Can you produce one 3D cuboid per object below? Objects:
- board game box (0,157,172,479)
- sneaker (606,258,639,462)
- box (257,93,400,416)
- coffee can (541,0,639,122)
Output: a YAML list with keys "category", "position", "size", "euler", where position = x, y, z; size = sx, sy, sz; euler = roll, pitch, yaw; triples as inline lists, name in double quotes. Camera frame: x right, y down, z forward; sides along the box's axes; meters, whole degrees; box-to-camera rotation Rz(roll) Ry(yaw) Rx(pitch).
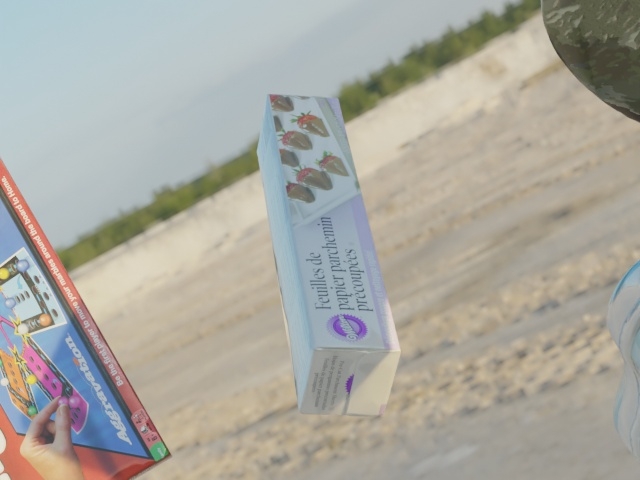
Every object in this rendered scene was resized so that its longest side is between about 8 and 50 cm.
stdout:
- category: "board game box"
  position: [-0.228, 0.056, 1.015]
  size: [0.145, 0.281, 0.027]
  euler: [-30, -11, -7]
- category: "sneaker"
  position: [0.274, 0.117, 0.938]
  size: [0.127, 0.208, 0.319]
  euler: [-30, -29, -3]
- category: "box"
  position: [0.000, 0.000, 1.190]
  size: [0.063, 0.067, 0.324]
  euler: [3, 36, -11]
- category: "coffee can"
  position: [0.235, -0.207, 0.757]
  size: [0.201, 0.201, 0.275]
  euler: [-24, 42, 55]
